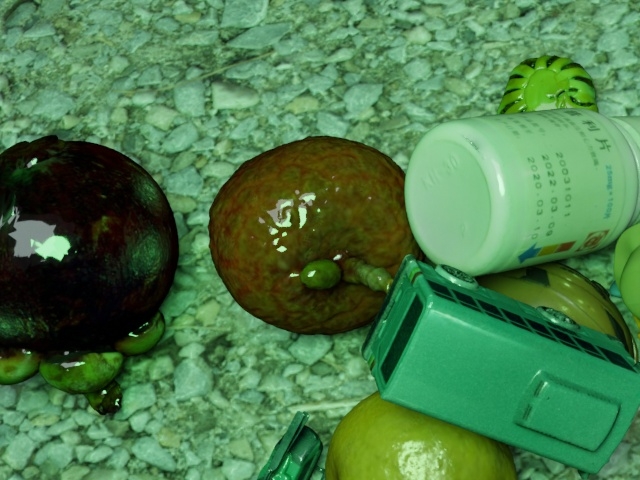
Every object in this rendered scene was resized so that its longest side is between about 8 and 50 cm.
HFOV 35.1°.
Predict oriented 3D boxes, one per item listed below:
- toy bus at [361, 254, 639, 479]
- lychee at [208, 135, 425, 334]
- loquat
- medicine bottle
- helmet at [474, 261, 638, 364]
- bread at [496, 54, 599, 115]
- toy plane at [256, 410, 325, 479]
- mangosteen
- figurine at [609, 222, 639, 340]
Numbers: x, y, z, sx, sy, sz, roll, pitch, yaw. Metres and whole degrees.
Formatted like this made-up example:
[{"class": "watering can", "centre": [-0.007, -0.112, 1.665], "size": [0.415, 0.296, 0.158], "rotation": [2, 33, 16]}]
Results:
[{"class": "toy bus", "centre": [0.183, 0.126, 0.991], "size": [0.256, 0.147, 0.128], "rotation": [21, 105, -11]}, {"class": "lychee", "centre": [0.000, 0.000, 1.180], "size": [0.255, 0.255, 0.300], "rotation": [-27, 40, 2]}, {"class": "loquat", "centre": [0.107, 0.252, 1.080], "size": [0.208, 0.208, 0.208], "rotation": [-5, 69, 12]}, {"class": "medicine bottle", "centre": [0.252, -0.060, 1.118], "size": [0.293, 0.170, 0.170], "rotation": [-8, 61, -32]}, {"class": "helmet", "centre": [0.249, 0.112, 1.140], "size": [0.224, 0.130, 0.198], "rotation": [35, 84, 21]}, {"class": "bread", "centre": [0.288, -0.171, 1.270], "size": [0.130, 0.071, 0.139], "rotation": [8, 72, 21]}, {"class": "toy plane", "centre": [-0.055, 0.299, 1.164], "size": [0.060, 0.096, 0.235], "rotation": [29, 97, 24]}, {"class": "mangosteen", "centre": [-0.313, 0.026, 1.237], "size": [0.311, 0.311, 0.311], "rotation": [-5, 69, 12]}, {"class": "figurine", "centre": [0.435, 0.011, 1.093], "size": [0.262, 0.153, 0.180], "rotation": [-27, 31, -16]}]
